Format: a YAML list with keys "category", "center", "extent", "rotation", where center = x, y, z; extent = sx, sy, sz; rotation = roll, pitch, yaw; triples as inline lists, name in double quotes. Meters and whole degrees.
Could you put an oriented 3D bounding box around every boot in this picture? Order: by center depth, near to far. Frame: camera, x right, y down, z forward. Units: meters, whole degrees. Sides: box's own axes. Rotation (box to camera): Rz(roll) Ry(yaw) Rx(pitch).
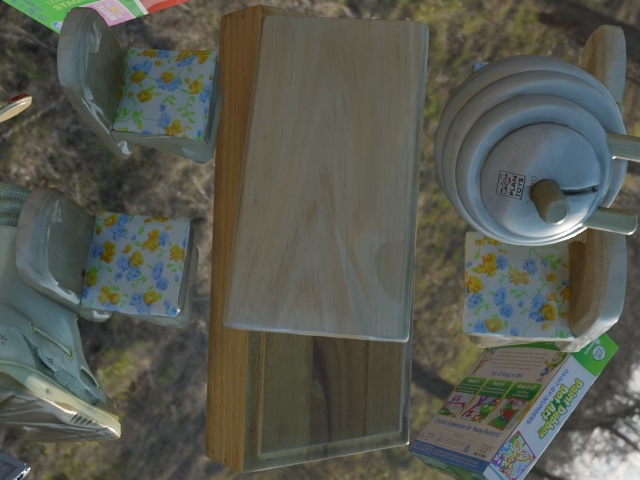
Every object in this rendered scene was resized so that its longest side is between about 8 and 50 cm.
- category: "boot"
  center: [-0.207, 0.065, 0.672]
  extent: [0.213, 0.077, 0.165]
  rotation: [71, 12, -65]

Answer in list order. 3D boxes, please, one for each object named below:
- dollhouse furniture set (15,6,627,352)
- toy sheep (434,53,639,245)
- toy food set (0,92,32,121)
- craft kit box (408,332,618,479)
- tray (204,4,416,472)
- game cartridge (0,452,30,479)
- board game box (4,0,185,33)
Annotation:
- category: "dollhouse furniture set"
  center: [0.010, -0.139, 0.567]
  extent: [0.256, 0.362, 0.394]
  rotation: [73, 22, -73]
- category: "toy sheep"
  center: [0.093, -0.038, 0.380]
  extent: [0.091, 0.091, 0.132]
  rotation: [-62, -173, 18]
- category: "toy food set"
  center: [-0.528, -0.224, 1.474]
  extent: [0.083, 0.020, 0.082]
  rotation: [-35, -172, -25]
- category: "craft kit box"
  center: [0.255, 0.220, 1.196]
  extent: [0.246, 0.061, 0.250]
  rotation: [-51, -171, -14]
- category: "tray"
  center: [0.000, 0.000, 0.842]
  extent: [0.203, 0.076, 0.410]
  rotation: [1, 93, -38]
- category: "game cartridge"
  center: [-0.431, 0.313, 1.149]
  extent: [0.083, 0.056, 0.017]
  rotation: [-41, 153, -66]
- category: "board game box"
  center: [-0.274, -0.371, 1.110]
  extent: [0.242, 0.317, 0.064]
  rotation: [24, 58, -63]
